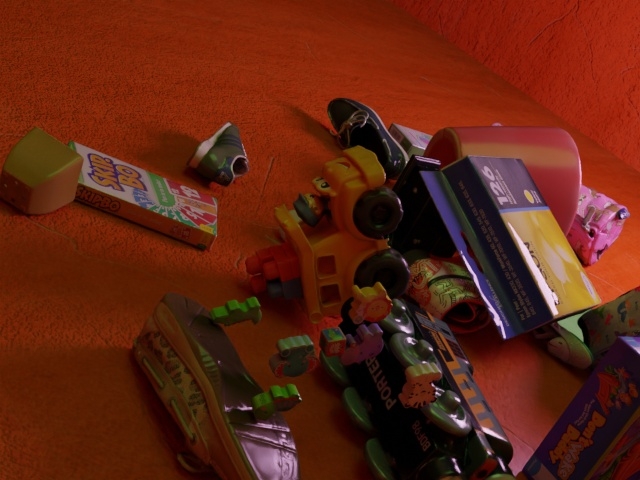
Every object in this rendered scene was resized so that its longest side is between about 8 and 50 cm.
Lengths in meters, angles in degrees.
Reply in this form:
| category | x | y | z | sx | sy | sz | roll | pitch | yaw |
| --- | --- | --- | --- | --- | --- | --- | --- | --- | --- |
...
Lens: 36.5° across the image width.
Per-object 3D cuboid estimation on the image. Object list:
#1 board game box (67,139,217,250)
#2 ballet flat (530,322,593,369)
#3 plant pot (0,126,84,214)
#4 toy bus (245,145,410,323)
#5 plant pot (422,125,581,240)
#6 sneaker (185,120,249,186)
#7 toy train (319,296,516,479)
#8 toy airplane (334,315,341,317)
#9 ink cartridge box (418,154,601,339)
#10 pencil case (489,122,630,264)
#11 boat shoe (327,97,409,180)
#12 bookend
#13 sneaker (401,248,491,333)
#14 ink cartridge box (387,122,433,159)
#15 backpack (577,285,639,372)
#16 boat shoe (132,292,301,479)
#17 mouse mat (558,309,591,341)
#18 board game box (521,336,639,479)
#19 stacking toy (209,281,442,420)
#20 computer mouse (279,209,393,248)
| category | x | y | z | sx | sy | sz | roll | pitch | yaw |
| --- | --- | --- | --- | --- | --- | --- | --- | --- | --- |
| board game box | -0.273 | -0.069 | 1.398 | 0.259 | 0.039 | 0.124 | 19 | 24 | -15 |
| ballet flat | 0.399 | 0.170 | 1.667 | 0.052 | 0.057 | 0.168 | -14 | 37 | -20 |
| plant pot | -0.369 | -0.081 | 1.254 | 0.081 | 0.082 | 0.083 | 32 | 41 | 7 |
| toy bus | 0.000 | 0.000 | 1.333 | 0.211 | 0.220 | 0.149 | -11 | 24 | -10 |
| plant pot | 0.337 | -0.106 | 1.908 | 0.243 | 0.275 | 0.275 | 8 | 29 | -19 |
| sneaker | -0.158 | -0.139 | 1.641 | 0.086 | 0.064 | 0.192 | 36 | 23 | -2 |
| toy train | 0.127 | 0.195 | 1.193 | 0.190 | 0.142 | 0.334 | 26 | 22 | -32 |
| toy airplane | 0.035 | 0.071 | 1.464 | 0.151 | 0.028 | 0.151 | 24 | 25 | -12 |
| ink cartridge box | 0.324 | -0.001 | 1.620 | 0.307 | 0.072 | 0.304 | -5 | 66 | -57 |
| pencil case | 0.506 | -0.110 | 2.217 | 0.386 | 0.167 | 0.160 | 39 | 64 | 22 |
| boat shoe | 0.086 | -0.222 | 2.047 | 0.079 | 0.095 | 0.255 | 17 | 33 | -53 |
| bookend | 0.191 | -0.041 | 1.709 | 0.072 | 0.156 | 0.157 | 6 | 33 | -43 |
| sneaker | 0.251 | 0.088 | 1.603 | 0.270 | 0.090 | 0.145 | 4 | 36 | -41 |
| ink cartridge box | 0.251 | -0.192 | 2.206 | 0.209 | 0.062 | 0.109 | 14 | 27 | -32 |
| backpack | 0.587 | 0.163 | 1.622 | 0.225 | 0.253 | 0.191 | 20 | 45 | -26 |
| boat shoe | -0.113 | 0.179 | 1.021 | 0.104 | 0.089 | 0.285 | 27 | 21 | -46 |
| mouse mat | 0.526 | 0.177 | 1.836 | 0.152 | 0.007 | 0.189 | 37 | 26 | 19 |
| board game box | 0.461 | 0.246 | 1.332 | 0.347 | 0.233 | 0.078 | 6 | 32 | -42 |
| stacking toy | 0.005 | 0.123 | 1.063 | 0.221 | 0.052 | 0.167 | -6 | 35 | -21 |
| computer mouse | 0.028 | 0.001 | 1.539 | 0.192 | 0.042 | 0.106 | 19 | 66 | -11 |
